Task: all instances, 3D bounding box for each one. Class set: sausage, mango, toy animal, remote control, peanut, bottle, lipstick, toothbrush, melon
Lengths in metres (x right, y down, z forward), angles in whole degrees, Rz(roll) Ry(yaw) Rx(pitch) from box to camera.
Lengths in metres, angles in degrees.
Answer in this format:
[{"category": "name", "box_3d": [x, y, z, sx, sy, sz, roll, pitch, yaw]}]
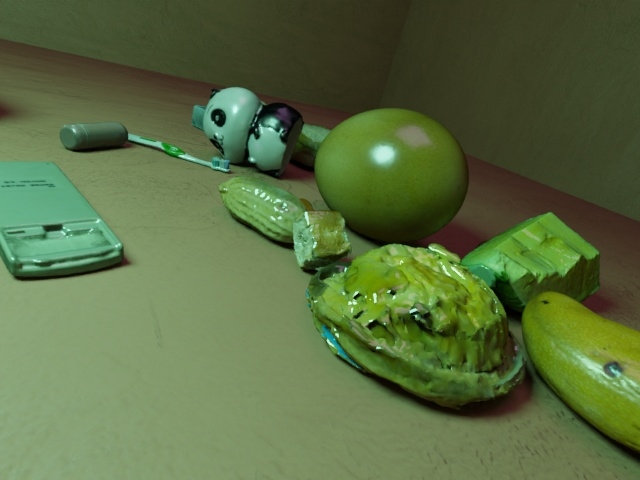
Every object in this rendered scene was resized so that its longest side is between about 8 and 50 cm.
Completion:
[{"category": "sausage", "box_3d": [-0.028, -0.044, 0.781, 0.039, 0.041, 0.131, -12, 28, -9]}, {"category": "mango", "box_3d": [0.341, 0.155, 0.485, 0.157, 0.109, 0.262, -4, 23, -21]}, {"category": "toy animal", "box_3d": [-0.173, -0.274, 1.033, 0.235, 0.187, 0.165, 19, 46, -4]}, {"category": "remote control", "box_3d": [-0.370, -0.036, 0.545, 0.285, 0.038, 0.123, 34, 30, 33]}, {"category": "peanut", "box_3d": [-0.096, -0.060, 0.715, 0.194, 0.083, 0.093, 31, 40, 29]}, {"category": "bottle", "box_3d": [-0.476, -0.223, 0.882, 0.053, 0.053, 0.140, 21, 22, 13]}, {"category": "lipstick", "box_3d": [-0.268, -0.338, 1.279, 0.317, 0.066, 0.068, 29, 24, 28]}, {"category": "toothbrush", "box_3d": [-0.354, -0.212, 0.984, 0.303, 0.030, 0.030, 16, 22, 8]}, {"category": "melon", "box_3d": [0.344, 0.045, 0.721, 0.323, 0.124, 0.196, -13, 44, -37]}]

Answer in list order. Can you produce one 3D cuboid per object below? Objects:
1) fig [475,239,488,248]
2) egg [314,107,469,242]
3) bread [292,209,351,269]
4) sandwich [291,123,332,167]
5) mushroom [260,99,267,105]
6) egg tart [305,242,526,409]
[{"category": "fig", "box_3d": [0.356, 0.038, 0.855, 0.083, 0.050, 0.050, 47, 33, 21]}, {"category": "egg", "box_3d": [0.126, -0.129, 0.813, 0.250, 0.250, 0.322, -7, 26, -44]}, {"category": "bread", "box_3d": [-0.002, 0.001, 0.630, 0.070, 0.076, 0.083, -3, 72, -23]}, {"category": "sandwich", "box_3d": [-0.026, -0.309, 1.339, 0.271, 0.099, 0.301, 35, 25, 28]}, {"category": "mushroom", "box_3d": [-0.228, -0.400, 1.385, 0.166, 0.127, 0.166, 26, 36, -21]}, {"category": "egg tart", "box_3d": [0.120, 0.073, 0.523, 0.290, 0.107, 0.291, 15, 22, -6]}]
